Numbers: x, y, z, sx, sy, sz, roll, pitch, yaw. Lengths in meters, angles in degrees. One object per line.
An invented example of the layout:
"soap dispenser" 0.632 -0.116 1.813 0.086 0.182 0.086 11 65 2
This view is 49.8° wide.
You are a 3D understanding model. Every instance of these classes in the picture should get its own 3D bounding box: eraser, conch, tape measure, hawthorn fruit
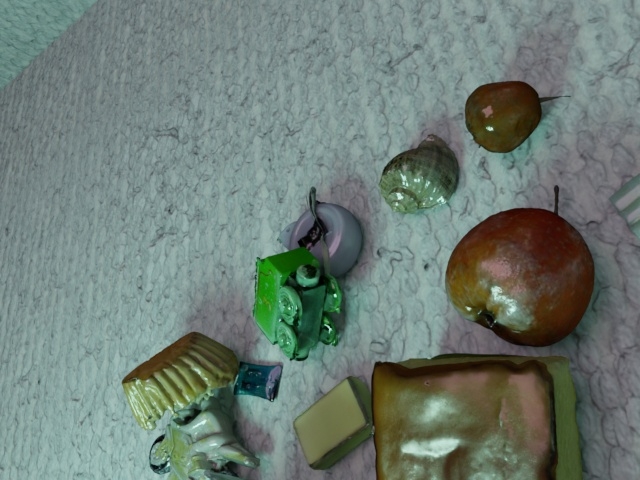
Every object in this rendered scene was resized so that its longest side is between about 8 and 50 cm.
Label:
"eraser" 0.034 0.368 1.385 0.172 0.058 0.117 -42 48 18
"conch" 0.215 -0.135 1.460 0.155 0.130 0.207 30 66 13
"tape measure" 0.001 -0.004 1.562 0.178 0.105 0.196 -49 45 12
"hawthorn fruit" 0.341 0.055 1.142 0.263 0.231 0.235 -49 56 19
"hawthorn fruit" 0.362 -0.254 1.345 0.189 0.149 0.149 -42 43 -13

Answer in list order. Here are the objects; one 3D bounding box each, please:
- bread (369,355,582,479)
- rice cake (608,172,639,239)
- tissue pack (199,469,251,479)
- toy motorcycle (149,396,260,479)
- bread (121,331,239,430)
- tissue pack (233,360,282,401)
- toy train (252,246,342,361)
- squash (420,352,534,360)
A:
"bread" 0.242 0.350 1.111 0.333 0.143 0.323 -10 80 39
"rice cake" 0.592 -0.071 1.115 0.198 0.037 0.189 -37 49 23
"tissue pack" -0.144 0.645 1.221 0.205 0.332 0.404 31 92 50
"toy motorcycle" -0.266 0.475 1.570 0.341 0.108 0.222 14 77 46
"bread" -0.323 0.315 1.594 0.274 0.274 0.149 -22 101 33
"tissue pack" -0.150 0.325 1.595 0.138 0.028 0.085 -3 68 37
"toy train" -0.055 0.134 1.476 0.188 0.133 0.243 46 140 39
"squash" 0.284 0.233 1.223 0.252 0.066 0.066 -5 67 40
